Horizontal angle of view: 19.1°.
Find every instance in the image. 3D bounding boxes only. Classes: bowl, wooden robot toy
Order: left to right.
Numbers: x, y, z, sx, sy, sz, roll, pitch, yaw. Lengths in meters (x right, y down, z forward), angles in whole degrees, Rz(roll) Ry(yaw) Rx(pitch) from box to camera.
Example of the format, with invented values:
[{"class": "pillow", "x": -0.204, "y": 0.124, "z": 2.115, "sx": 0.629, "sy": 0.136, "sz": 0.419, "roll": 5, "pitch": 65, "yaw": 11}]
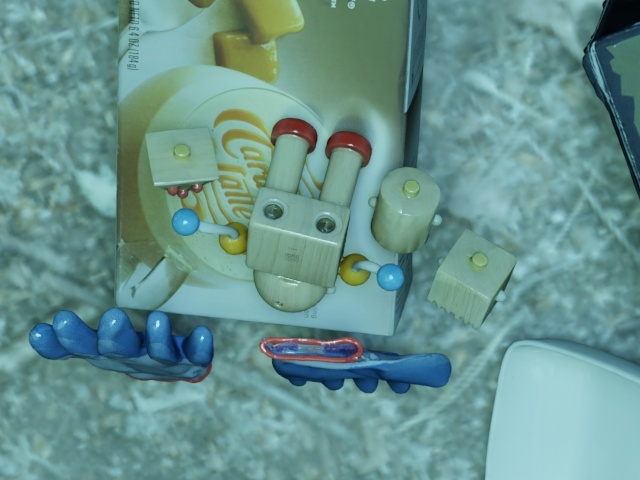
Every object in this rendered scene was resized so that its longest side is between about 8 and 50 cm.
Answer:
[{"class": "wooden robot toy", "x": 0.000, "y": 0.000, "z": 0.863, "sx": 0.173, "sy": 0.076, "sz": 0.079, "roll": 16, "pitch": 145, "yaw": 3}, {"class": "bowl", "x": 0.151, "y": 0.124, "z": 0.947, "sx": 0.142, "sy": 0.053, "sz": 0.142, "roll": 23, "pitch": 115, "yaw": 45}]

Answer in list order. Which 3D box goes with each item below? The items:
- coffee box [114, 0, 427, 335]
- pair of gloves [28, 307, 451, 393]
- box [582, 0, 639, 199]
[{"class": "coffee box", "x": -0.020, "y": -0.091, "z": 0.911, "sx": 0.141, "sy": 0.098, "sz": 0.246, "roll": 6, "pitch": 109, "yaw": 8}, {"class": "pair of gloves", "x": -0.037, "y": 0.055, "z": 0.938, "sx": 0.198, "sy": 0.159, "sz": 0.023, "roll": 2, "pitch": 81, "yaw": 10}, {"class": "box", "x": 0.305, "y": -0.012, "z": 0.829, "sx": 0.296, "sy": 0.183, "sz": 0.294, "roll": -17, "pitch": 102, "yaw": 17}]
